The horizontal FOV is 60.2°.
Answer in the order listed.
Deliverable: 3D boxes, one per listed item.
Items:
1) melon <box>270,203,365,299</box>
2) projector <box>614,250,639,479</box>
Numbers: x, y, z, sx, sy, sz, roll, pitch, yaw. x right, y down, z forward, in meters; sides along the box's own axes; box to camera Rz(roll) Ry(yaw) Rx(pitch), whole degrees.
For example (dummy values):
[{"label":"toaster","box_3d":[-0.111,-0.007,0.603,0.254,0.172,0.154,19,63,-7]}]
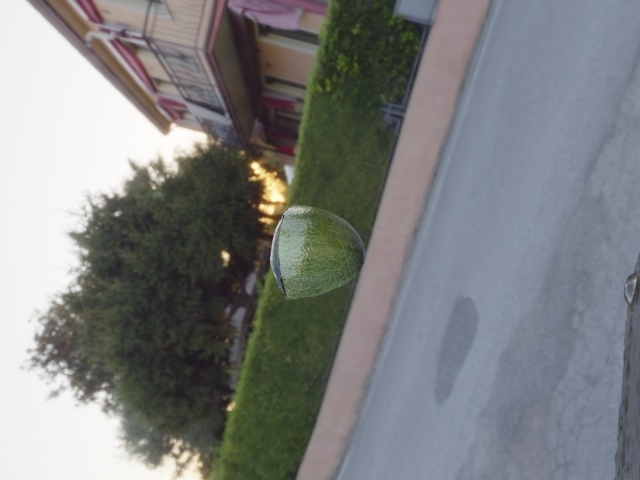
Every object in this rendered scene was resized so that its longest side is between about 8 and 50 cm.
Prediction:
[{"label":"melon","box_3d":[0.000,0.000,0.787,0.079,0.128,0.160,82,-166,-45]},{"label":"projector","box_3d":[0.306,0.086,0.292,0.405,0.242,0.395,73,-147,-50]}]
